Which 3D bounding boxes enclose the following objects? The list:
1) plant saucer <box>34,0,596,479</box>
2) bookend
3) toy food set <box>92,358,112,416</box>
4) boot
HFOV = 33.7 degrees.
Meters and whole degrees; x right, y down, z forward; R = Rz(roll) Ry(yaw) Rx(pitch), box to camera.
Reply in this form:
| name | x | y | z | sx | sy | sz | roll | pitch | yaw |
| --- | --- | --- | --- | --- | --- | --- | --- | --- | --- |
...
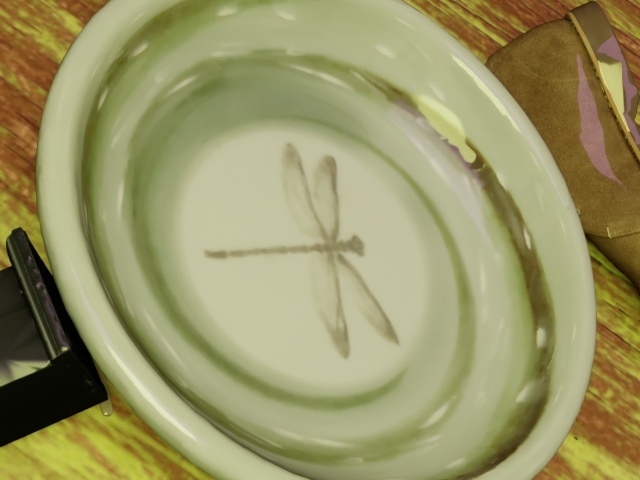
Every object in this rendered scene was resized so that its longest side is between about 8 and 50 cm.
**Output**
| name | x | y | z | sx | sy | sz | roll | pitch | yaw |
| --- | --- | --- | --- | --- | --- | --- | --- | --- | --- |
| plant saucer | 0.000 | 0.000 | 0.702 | 0.401 | 0.100 | 0.400 | 15 | 57 | -25 |
| bookend | -0.211 | 0.076 | 0.584 | 0.157 | 0.156 | 0.072 | -24 | 76 | -10 |
| toy food set | -0.090 | 0.079 | 0.712 | 0.122 | 0.019 | 0.077 | -7 | 70 | -20 |
| boot | 0.219 | -0.027 | 0.827 | 0.115 | 0.112 | 0.305 | -22 | 78 | 7 |
